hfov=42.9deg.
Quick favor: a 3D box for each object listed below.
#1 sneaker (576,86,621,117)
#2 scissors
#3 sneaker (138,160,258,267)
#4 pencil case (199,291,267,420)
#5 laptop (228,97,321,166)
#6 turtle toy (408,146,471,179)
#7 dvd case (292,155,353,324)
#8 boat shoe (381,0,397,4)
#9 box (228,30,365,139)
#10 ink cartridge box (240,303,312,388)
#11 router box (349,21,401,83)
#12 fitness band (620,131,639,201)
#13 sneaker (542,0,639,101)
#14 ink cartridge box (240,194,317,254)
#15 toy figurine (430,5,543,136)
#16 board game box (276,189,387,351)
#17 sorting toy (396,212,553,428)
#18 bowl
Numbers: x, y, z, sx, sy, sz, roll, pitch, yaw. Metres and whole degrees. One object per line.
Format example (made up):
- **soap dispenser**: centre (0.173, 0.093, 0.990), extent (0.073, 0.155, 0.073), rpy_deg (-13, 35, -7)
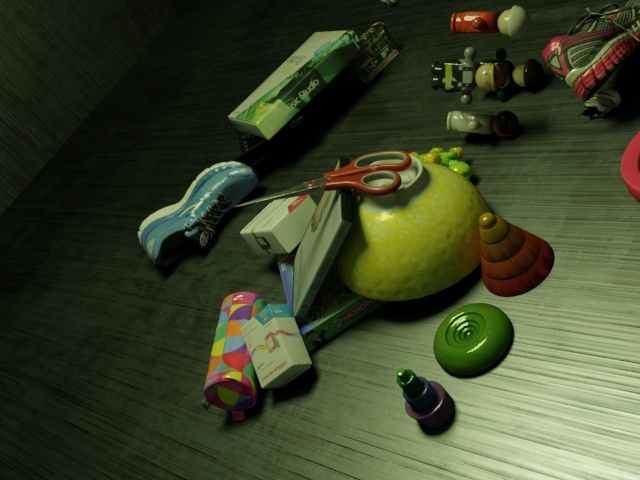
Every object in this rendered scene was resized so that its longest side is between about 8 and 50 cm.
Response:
- **sneaker**: centre (0.473, -0.243, 1.437), extent (0.069, 0.038, 0.098), rpy_deg (-43, 32, -5)
- **scissors**: centre (0.004, -0.099, 1.358), extent (0.297, 0.021, 0.109), rpy_deg (-6, 42, 18)
- **sneaker**: centre (-0.271, -0.050, 1.910), extent (0.330, 0.130, 0.147), rpy_deg (-39, 47, 7)
- **pencil case**: centre (-0.151, 0.203, 1.486), extent (0.104, 0.104, 0.236), rpy_deg (-23, 36, 25)
- **laptop**: centre (-0.131, -0.295, 2.010), extent (0.234, 0.136, 0.264), rpy_deg (-29, 50, 16)
- **turtle toy**: centre (0.227, -0.137, 1.527), extent (0.095, 0.066, 0.130), rpy_deg (-15, 14, -38)
- **dvd case**: centre (0.000, 0.000, 1.427), extent (0.180, 0.022, 0.253), rpy_deg (-91, 21, -50)
- **boat shoe**: centre (0.178, -0.675, 2.234), extent (0.043, 0.049, 0.137), rpy_deg (-32, 31, 19)
- **box**: centre (-0.064, -0.378, 1.957), extent (0.322, 0.058, 0.232), rpy_deg (-47, 25, -8)
- **ink cartridge box**: centre (-0.078, 0.184, 1.413), extent (0.088, 0.052, 0.122), rpy_deg (-42, 60, 33)
- **router box**: centre (0.126, -0.458, 1.990), extent (0.122, 0.092, 0.038), rpy_deg (-45, 33, -7)
- **fitness band**: centre (0.588, -0.152, 1.207), extent (0.291, 0.054, 0.209), rpy_deg (-40, 30, 0)
- **sneaker**: centre (0.499, -0.362, 1.411), extent (0.299, 0.112, 0.121), rpy_deg (-41, -12, -36)
- **ink cartridge box**: centre (-0.078, -0.030, 1.614), extent (0.109, 0.063, 0.150), rpy_deg (-45, 18, -22)
- **toy figurine**: centre (0.317, -0.310, 1.523), extent (0.148, 0.213, 0.210), rpy_deg (8, 58, 30)
- **board game box**: centre (0.027, 0.044, 1.543), extent (0.213, 0.046, 0.317), rpy_deg (-33, 34, 10)
- **sorting toy**: centre (0.215, 0.097, 1.218), extent (0.127, 0.126, 0.365), rpy_deg (8, 56, 49)
- **bowl**: centre (0.139, -0.052, 1.386), extent (0.289, 0.156, 0.289), rpy_deg (-17, 35, 12)
